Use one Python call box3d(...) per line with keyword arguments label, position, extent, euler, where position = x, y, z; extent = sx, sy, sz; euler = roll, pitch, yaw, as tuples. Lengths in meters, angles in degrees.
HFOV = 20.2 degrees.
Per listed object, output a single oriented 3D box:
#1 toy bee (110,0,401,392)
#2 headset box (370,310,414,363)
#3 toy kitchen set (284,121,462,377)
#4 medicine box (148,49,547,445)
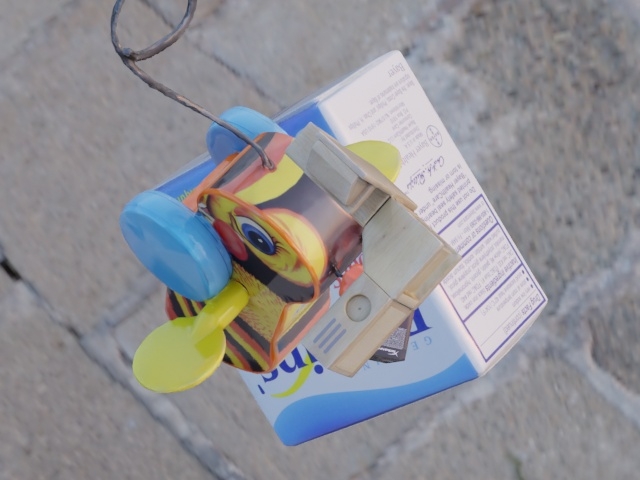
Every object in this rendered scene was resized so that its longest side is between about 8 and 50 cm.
box3d(label="toy bee", position=(-0.032, 0.005, 0.980), extent=(0.162, 0.298, 0.195), euler=(35, 86, 21))
box3d(label="headset box", position=(0.053, 0.053, 1.422), extent=(0.032, 0.062, 0.083), euler=(12, 83, -10))
box3d(label="toy kitchen set", position=(0.000, 0.000, 0.769), extent=(0.075, 0.068, 0.083), euler=(-48, 67, 6))
box3d(label="medicine box", position=(0.019, 0.013, 1.702), extent=(0.263, 0.289, 0.149), euler=(-26, 8, 40))
